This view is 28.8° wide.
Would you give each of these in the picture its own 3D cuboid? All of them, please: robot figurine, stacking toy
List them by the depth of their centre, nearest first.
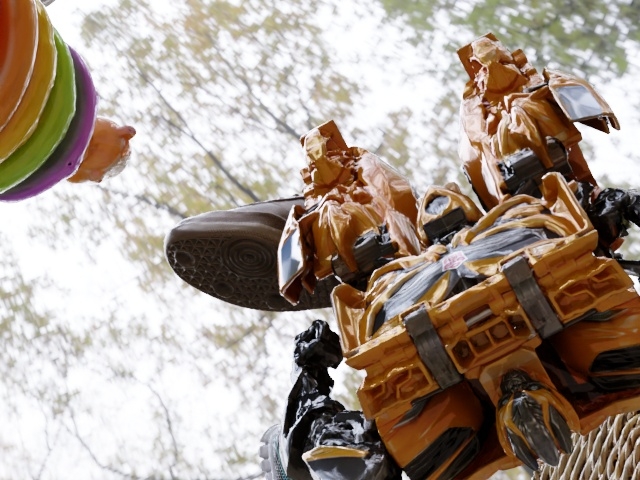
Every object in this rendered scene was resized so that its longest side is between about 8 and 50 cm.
[{"bbox_3d":[0.063,0.003,0.562,0.211,0.291,0.085,-29,-68,9],"label":"robot figurine"},{"bbox_3d":[-0.193,-0.083,0.706,0.175,0.166,0.302,-28,-22,12],"label":"stacking toy"}]

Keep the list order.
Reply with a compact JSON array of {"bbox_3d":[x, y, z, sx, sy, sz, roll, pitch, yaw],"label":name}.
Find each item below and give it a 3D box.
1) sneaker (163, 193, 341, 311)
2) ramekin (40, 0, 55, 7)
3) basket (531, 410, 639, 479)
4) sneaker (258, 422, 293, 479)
[{"bbox_3d":[0.000,0.000,0.775,0.188,0.071,0.066,5,-47,3],"label":"sneaker"},{"bbox_3d":[-0.302,-0.288,1.042,0.109,0.207,0.207,-3,-62,18],"label":"ramekin"},{"bbox_3d":[0.342,0.284,1.229,0.213,0.223,0.299,8,-71,-18],"label":"basket"},{"bbox_3d":[-0.008,0.236,1.132,0.065,0.167,0.076,1,-28,-38],"label":"sneaker"}]
